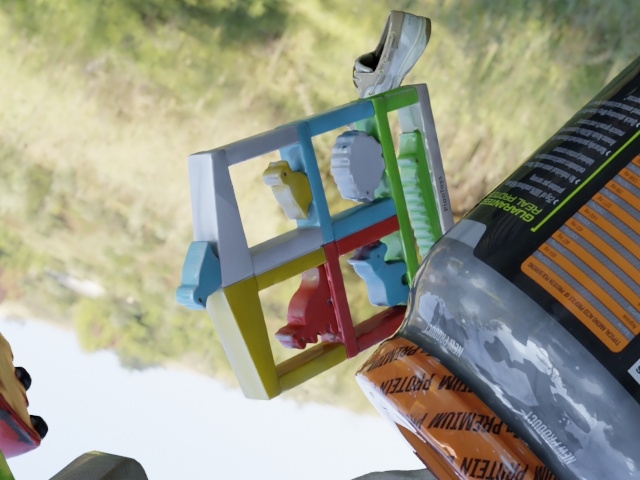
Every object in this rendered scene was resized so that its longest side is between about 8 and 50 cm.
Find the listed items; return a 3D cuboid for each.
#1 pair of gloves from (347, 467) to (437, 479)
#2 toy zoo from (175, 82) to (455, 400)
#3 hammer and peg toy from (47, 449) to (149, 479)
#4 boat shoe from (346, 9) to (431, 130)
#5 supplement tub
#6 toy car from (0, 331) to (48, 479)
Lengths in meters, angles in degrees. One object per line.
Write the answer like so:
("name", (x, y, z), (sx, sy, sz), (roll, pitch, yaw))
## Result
("pair of gloves", (0.074, 0.261, 0.896), (0.204, 0.240, 0.042), (-9, 153, -9))
("toy zoo", (0.000, 0.000, 1.059), (0.030, 0.192, 0.293), (-1, -163, 45))
("hammer and peg toy", (-0.104, 0.283, 0.464), (0.127, 0.361, 0.266), (4, -153, 35))
("boat shoe", (0.053, -0.156, 1.244), (0.045, 0.135, 0.050), (21, -147, -16))
("supplement tub", (0.182, 0.017, 0.690), (0.193, 0.316, 0.193), (48, 173, 7))
("toy car", (-0.157, 0.112, 0.616), (0.239, 0.053, 0.225), (57, 177, 19))
